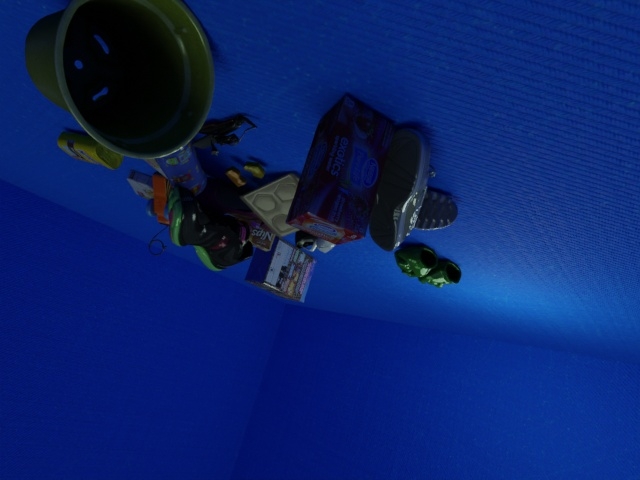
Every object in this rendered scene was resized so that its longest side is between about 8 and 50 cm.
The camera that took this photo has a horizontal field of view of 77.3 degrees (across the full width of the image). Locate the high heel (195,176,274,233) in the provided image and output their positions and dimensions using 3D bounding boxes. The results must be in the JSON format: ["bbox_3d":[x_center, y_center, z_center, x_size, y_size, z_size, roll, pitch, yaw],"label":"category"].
[{"bbox_3d":[-0.253,-0.150,1.348,0.377,0.127,0.181,23,146,-25],"label":"high heel"}]

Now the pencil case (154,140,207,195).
[{"bbox_3d":[-0.412,-0.237,1.162,0.119,0.133,0.306,-13,167,-10],"label":"pencil case"}]

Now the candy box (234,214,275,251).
[{"bbox_3d":[-0.283,-0.039,1.682,0.186,0.109,0.053,25,161,-23],"label":"candy box"}]

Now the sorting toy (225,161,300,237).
[{"bbox_3d":[-0.134,-0.139,1.241,0.229,0.041,0.307,-17,133,29],"label":"sorting toy"}]

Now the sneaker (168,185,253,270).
[{"bbox_3d":[-0.339,-0.042,1.288,0.202,0.185,0.483,-11,161,3],"label":"sneaker"}]

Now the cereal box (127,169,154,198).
[{"bbox_3d":[-0.651,-0.196,1.645,0.240,0.047,0.173,19,162,-6],"label":"cereal box"}]

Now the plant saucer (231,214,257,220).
[{"bbox_3d":[-0.318,-0.134,1.538,0.198,0.036,0.198,14,163,4],"label":"plant saucer"}]

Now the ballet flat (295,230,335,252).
[{"bbox_3d":[0.000,0.000,1.551,0.095,0.096,0.280,30,159,-35],"label":"ballet flat"}]

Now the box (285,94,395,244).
[{"bbox_3d":[0.041,-0.135,0.805,0.128,0.257,0.122,23,164,-21],"label":"box"}]

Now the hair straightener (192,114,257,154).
[{"bbox_3d":[-0.244,-0.254,1.003,0.230,0.089,0.047,0,175,36],"label":"hair straightener"}]

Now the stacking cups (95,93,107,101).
[{"bbox_3d":[-0.414,-0.320,0.952,0.316,0.096,0.096,4,159,34],"label":"stacking cups"}]

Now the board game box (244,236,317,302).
[{"bbox_3d":[-0.187,0.143,1.954,0.141,0.232,0.291,3,158,42],"label":"board game box"}]

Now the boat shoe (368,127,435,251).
[{"bbox_3d":[0.187,-0.113,0.910,0.118,0.103,0.320,38,144,33],"label":"boat shoe"}]

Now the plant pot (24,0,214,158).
[{"bbox_3d":[-0.382,-0.309,0.724,0.254,0.276,0.276,20,167,32],"label":"plant pot"}]

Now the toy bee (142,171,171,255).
[{"bbox_3d":[-0.597,-0.121,1.542,0.195,0.298,0.162,32,-164,2],"label":"toy bee"}]

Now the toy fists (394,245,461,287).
[{"bbox_3d":[0.393,0.103,1.500,0.279,0.096,0.142,26,162,-31],"label":"toy fists"}]

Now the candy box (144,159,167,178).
[{"bbox_3d":[-0.511,-0.241,1.349,0.105,0.027,0.206,2,148,45],"label":"candy box"}]

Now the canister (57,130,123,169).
[{"bbox_3d":[-0.790,-0.312,1.375,0.170,0.073,0.126,14,163,15],"label":"canister"}]

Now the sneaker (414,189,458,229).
[{"bbox_3d":[0.227,-0.095,1.087,0.281,0.105,0.115,7,-165,19],"label":"sneaker"}]
